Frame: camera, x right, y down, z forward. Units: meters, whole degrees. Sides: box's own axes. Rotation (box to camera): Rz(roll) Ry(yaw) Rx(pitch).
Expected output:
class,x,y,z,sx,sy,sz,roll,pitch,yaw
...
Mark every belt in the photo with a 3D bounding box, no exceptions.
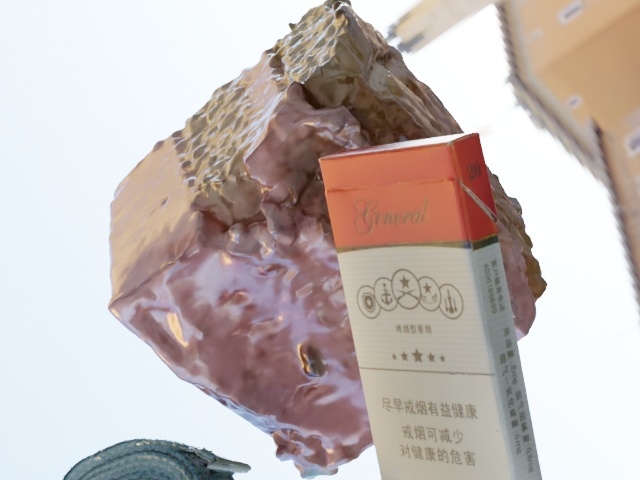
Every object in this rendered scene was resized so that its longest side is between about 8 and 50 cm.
class,x,y,z,sx,sy,sz,roll,pitch,yaw
belt,-0.150,0.243,1.171,0.082,0.163,0.148,24,-105,-57

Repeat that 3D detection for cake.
class,x,y,z,sx,sy,sz,roll,pitch,yaw
cake,0.000,0.000,1.217,0.314,0.307,0.293,48,-167,-22

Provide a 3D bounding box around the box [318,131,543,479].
class,x,y,z,sx,sy,sz,roll,pitch,yaw
box,0.074,0.053,0.933,0.035,0.139,0.245,-16,-83,-39
